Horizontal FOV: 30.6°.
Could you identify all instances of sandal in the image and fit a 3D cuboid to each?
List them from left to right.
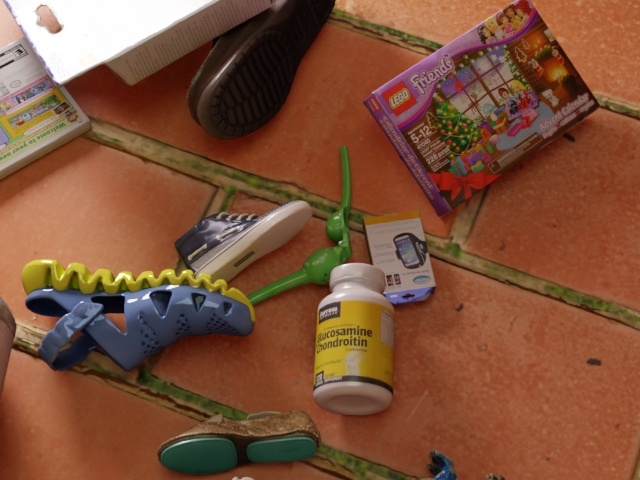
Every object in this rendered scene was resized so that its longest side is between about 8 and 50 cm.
[{"bbox_3d":[-0.242,0.110,1.529,0.317,0.126,0.138,1,66,9],"label":"sandal"}]

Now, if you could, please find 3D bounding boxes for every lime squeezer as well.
[{"bbox_3d":[0.000,0.000,1.633,0.110,0.059,0.310,11,58,41],"label":"lime squeezer"}]

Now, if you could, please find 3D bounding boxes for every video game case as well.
[{"bbox_3d":[-0.477,-0.184,1.722,0.212,0.023,0.193,-32,68,-18],"label":"video game case"}]

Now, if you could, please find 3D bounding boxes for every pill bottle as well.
[{"bbox_3d":[0.045,0.127,1.528,0.103,0.103,0.184,3,62,0],"label":"pill bottle"}]

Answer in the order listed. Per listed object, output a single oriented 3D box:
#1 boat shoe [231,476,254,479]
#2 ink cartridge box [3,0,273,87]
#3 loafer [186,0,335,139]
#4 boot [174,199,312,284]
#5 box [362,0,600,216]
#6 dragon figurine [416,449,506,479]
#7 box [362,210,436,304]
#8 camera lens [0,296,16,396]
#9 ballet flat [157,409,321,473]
[{"bbox_3d":[-0.097,0.329,1.425,0.258,0.095,0.084,3,67,-1],"label":"boat shoe"},{"bbox_3d":[-0.283,-0.363,1.735,0.330,0.071,0.324,-31,48,-7],"label":"ink cartridge box"},{"bbox_3d":[-0.101,-0.289,1.744,0.130,0.134,0.366,10,50,29],"label":"loafer"},{"bbox_3d":[-0.109,-0.016,1.604,0.190,0.069,0.086,-34,64,-2],"label":"boot"},{"bbox_3d":[0.234,-0.196,1.689,0.293,0.057,0.201,-35,90,-17],"label":"box"},{"bbox_3d":[0.169,0.352,1.425,0.289,0.085,0.144,22,64,10],"label":"dragon figurine"},{"bbox_3d":[0.110,0.028,1.626,0.081,0.028,0.136,-7,66,-5],"label":"box"},{"bbox_3d":[-0.500,0.181,1.420,0.219,0.219,0.274,5,62,1],"label":"camera lens"},{"bbox_3d":[-0.104,0.252,1.491,0.206,0.073,0.067,-2,35,-6],"label":"ballet flat"}]
